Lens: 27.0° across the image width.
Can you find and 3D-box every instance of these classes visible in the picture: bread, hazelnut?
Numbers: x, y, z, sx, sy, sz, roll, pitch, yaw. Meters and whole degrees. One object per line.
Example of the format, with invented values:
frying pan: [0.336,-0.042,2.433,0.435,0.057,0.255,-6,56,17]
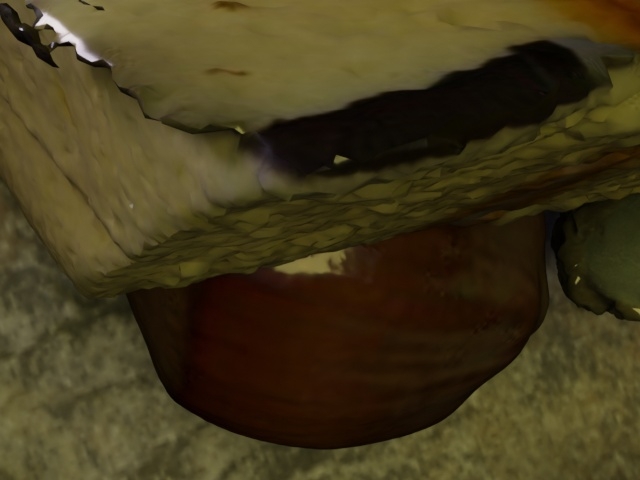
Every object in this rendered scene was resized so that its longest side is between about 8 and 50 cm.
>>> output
bread: [0.005,-0.154,0.497,0.345,0.242,0.405,-24,79,-23]
hazelnut: [0.001,0.002,0.635,0.186,0.210,0.210,6,83,-52]

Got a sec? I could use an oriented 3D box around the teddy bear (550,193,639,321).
teddy bear: [0.244,-0.065,0.679,0.256,0.156,0.267,-17,48,24]
